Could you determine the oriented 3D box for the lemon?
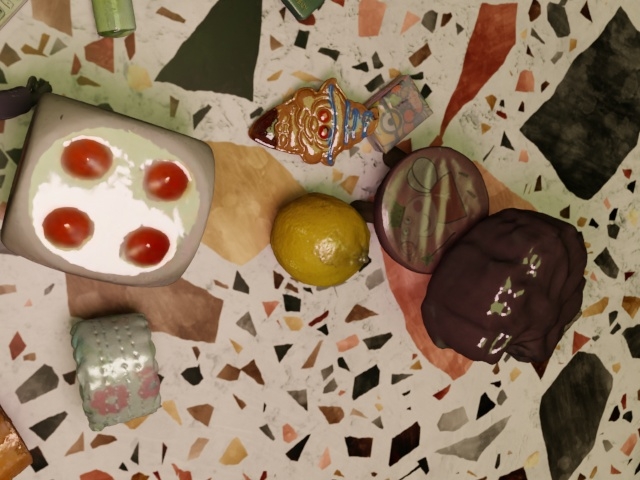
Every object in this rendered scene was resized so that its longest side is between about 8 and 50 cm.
[{"bbox_3d":[0.000,0.000,1.517,0.192,0.231,0.192,-34,138,-37],"label":"lemon"}]

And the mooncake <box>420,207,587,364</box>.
[{"bbox_3d":[0.413,0.108,1.576,0.381,0.212,0.350,-2,113,-45],"label":"mooncake"}]

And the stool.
[{"bbox_3d":[0.211,-0.074,1.605,0.272,0.178,0.272,-4,101,-22],"label":"stool"}]

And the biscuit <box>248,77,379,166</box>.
[{"bbox_3d":[-0.011,-0.242,1.531,0.280,0.043,0.183,-7,101,-11],"label":"biscuit"}]

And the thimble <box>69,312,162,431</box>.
[{"bbox_3d":[-0.392,0.249,1.410,0.149,0.185,0.210,-9,79,-22],"label":"thimble"}]

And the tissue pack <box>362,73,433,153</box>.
[{"bbox_3d":[0.158,-0.278,1.610,0.148,0.060,0.108,-40,113,-10],"label":"tissue pack"}]

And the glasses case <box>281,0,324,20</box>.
[{"bbox_3d":[-0.070,-0.537,1.479,0.078,0.039,0.184,-46,113,-8],"label":"glasses case"}]

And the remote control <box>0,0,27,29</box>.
[{"bbox_3d":[-0.559,-0.451,1.301,0.087,0.029,0.190,43,82,-24],"label":"remote control"}]

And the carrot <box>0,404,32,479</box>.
[{"bbox_3d":[-0.677,0.423,1.359,0.254,0.196,0.196,-36,111,-24],"label":"carrot"}]

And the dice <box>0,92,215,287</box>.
[{"bbox_3d":[-0.373,-0.089,1.294,0.304,0.304,0.276,17,93,-24],"label":"dice"}]

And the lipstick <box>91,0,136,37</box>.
[{"bbox_3d":[-0.392,-0.525,1.332,0.076,0.076,0.304,-10,104,-20],"label":"lipstick"}]

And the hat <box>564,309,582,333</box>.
[{"bbox_3d":[0.512,0.160,1.835,0.214,0.149,0.244,-25,74,4],"label":"hat"}]

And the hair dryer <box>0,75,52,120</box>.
[{"bbox_3d":[-0.563,-0.275,1.192,0.121,0.361,0.301,-2,94,15],"label":"hair dryer"}]
